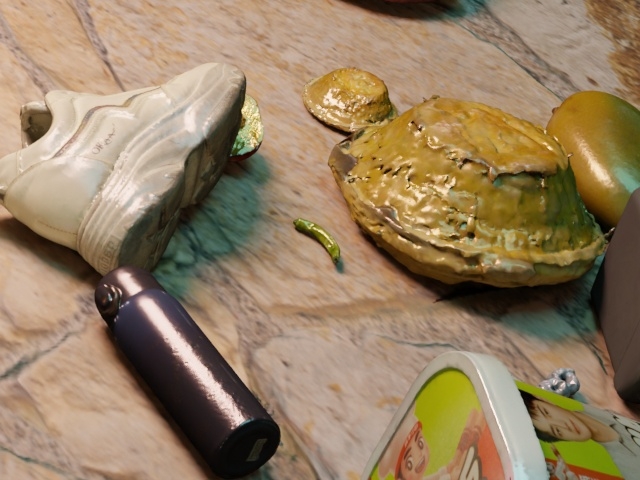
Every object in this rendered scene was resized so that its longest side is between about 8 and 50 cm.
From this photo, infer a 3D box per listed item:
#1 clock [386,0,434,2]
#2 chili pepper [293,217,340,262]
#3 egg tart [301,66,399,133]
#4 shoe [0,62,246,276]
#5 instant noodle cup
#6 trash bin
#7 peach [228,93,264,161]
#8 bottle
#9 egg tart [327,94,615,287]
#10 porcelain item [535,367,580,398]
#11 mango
[{"bbox_3d":[0.066,-0.428,2.627,0.318,0.080,0.318,12,37,-9],"label":"clock"},{"bbox_3d":[0.000,0.001,1.996,0.030,0.017,0.083,-14,42,-41],"label":"chili pepper"},{"bbox_3d":[0.040,-0.176,2.257,0.129,0.049,0.129,13,33,-8],"label":"egg tart"},{"bbox_3d":[-0.215,-0.109,1.919,0.211,0.132,0.342,24,42,8],"label":"shoe"},{"bbox_3d":[0.217,0.265,1.511,0.308,0.294,0.294,16,31,-22],"label":"instant noodle cup"},{"bbox_3d":[0.370,0.068,1.956,0.101,0.176,0.236,10,29,-11],"label":"trash bin"},{"bbox_3d":[-0.111,-0.123,2.082,0.098,0.061,0.098,2,63,-3],"label":"peach"},{"bbox_3d":[-0.131,0.116,1.694,0.082,0.072,0.244,13,27,-46],"label":"bottle"},{"bbox_3d":[0.176,-0.070,2.084,0.341,0.132,0.341,13,28,-7],"label":"egg tart"},{"bbox_3d":[0.242,0.154,1.886,0.036,0.028,0.083,29,32,19],"label":"porcelain item"},{"bbox_3d":[0.362,-0.081,2.242,0.156,0.114,0.251,13,43,-31],"label":"mango"}]
